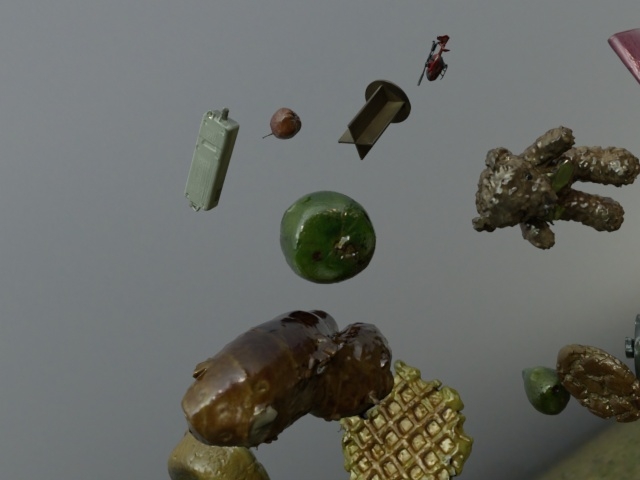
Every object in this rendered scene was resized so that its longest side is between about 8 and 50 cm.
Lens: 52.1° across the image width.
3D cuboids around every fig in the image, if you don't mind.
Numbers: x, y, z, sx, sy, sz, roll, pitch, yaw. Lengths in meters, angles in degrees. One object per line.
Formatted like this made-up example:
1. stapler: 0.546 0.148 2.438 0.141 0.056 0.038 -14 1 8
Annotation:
1. fig: 0.591 0.392 1.763 0.123 0.156 0.123 -9 -72 -30
2. fig: 0.000 0.000 1.413 0.203 0.203 0.235 -29 2 -15

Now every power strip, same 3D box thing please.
1. power strip: -0.306 -0.228 1.834 0.058 0.098 0.338 -33 -28 -51

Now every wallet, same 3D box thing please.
1. wallet: 0.623 -0.289 1.185 0.119 0.232 0.025 -19 -18 -29

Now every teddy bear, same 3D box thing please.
1. teddy bear: 0.455 -0.097 1.260 0.222 0.295 0.247 -52 -30 -62

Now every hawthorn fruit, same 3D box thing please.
1. hawthorn fruit: -0.090 -0.240 1.403 0.103 0.067 0.066 -32 -22 28

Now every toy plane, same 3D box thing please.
1. toy plane: 0.295 -0.458 1.667 0.060 0.037 0.145 0 -43 -22

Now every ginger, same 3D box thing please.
1. ginger: -0.029 0.222 1.058 0.418 0.254 0.176 -14 -62 -56

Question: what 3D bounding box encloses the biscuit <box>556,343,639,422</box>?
1. biscuit: 0.648 0.336 1.529 0.042 0.226 0.226 -38 -23 -28

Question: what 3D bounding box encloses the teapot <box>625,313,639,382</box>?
1. teapot: 0.955 0.311 1.654 0.336 0.271 0.200 -1 -8 33

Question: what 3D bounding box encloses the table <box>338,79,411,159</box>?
1. table: 0.162 -0.375 2.071 0.227 0.167 0.167 -53 -16 -30

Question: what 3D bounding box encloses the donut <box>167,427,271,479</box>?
1. donut: -0.210 0.516 1.393 0.208 0.262 0.128 -14 19 42

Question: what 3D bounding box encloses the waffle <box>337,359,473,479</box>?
1. waffle: 0.168 0.414 1.360 0.058 0.281 0.301 24 -91 -59
